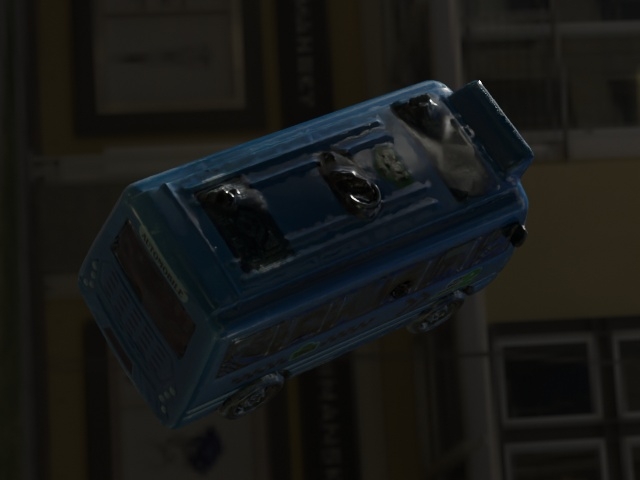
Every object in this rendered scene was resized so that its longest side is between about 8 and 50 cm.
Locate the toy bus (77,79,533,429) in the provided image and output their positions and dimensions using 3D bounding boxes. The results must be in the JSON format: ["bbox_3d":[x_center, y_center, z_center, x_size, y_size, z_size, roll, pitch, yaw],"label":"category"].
[{"bbox_3d":[0.000,0.000,0.890,0.113,0.246,0.134,56,-34,19],"label":"toy bus"}]
